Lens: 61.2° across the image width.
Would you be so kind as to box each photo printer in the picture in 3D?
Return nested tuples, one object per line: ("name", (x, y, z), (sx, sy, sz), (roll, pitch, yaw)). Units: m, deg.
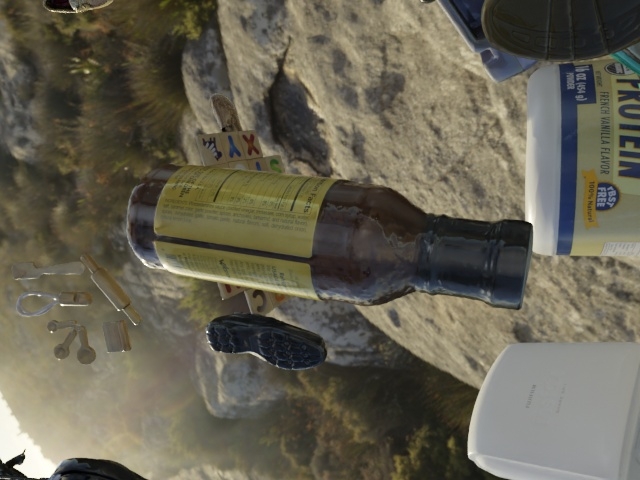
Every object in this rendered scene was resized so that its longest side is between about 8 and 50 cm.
("photo printer", (0.405, 0.296, 0.934), (0.107, 0.256, 0.307), (43, 150, -21))

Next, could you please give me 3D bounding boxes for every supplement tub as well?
("supplement tub", (0.399, -0.093, 0.606), (0.316, 0.228, 0.228), (0, 119, 21))

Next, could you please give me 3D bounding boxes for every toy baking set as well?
("toy baking set", (-0.462, 0.122, 1.013), (0.256, 0.197, 0.030), (56, -172, -5))

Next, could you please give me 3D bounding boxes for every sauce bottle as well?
("sauce bottle", (0.000, 0.000, 0.475), (0.344, 0.111, 0.111), (10, 126, 20))

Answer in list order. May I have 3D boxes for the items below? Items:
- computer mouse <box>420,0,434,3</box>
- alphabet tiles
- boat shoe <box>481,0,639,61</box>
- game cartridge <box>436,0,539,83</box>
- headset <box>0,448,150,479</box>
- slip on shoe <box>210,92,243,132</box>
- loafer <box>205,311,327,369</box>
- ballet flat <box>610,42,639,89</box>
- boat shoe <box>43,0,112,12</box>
("computer mouse", (0.227, -0.576, 1.094), (0.071, 0.242, 0.041), (-10, 150, 34))
("alphabet tiles", (-0.124, -0.039, 1.024), (0.011, 0.285, 0.342), (-14, 95, 32))
("boat shoe", (0.165, -0.139, 0.290), (0.153, 0.048, 0.056), (-11, 128, 20))
("game cartridge", (0.065, -0.320, 0.433), (0.068, 0.230, 0.355), (-24, 134, 35))
("headset", (-0.312, 0.373, 0.642), (0.394, 0.243, 0.185), (27, 139, 30))
("slip on shoe", (-0.206, -0.260, 1.200), (0.051, 0.041, 0.135), (-16, 108, 19))
("loafer", (-0.083, 0.153, 0.878), (0.223, 0.078, 0.076), (4, 114, 29))
("ballet flat", (0.282, -0.145, 0.431), (0.068, 0.213, 0.072), (-52, 31, 21))
("boat shoe", (-0.444, -0.440, 0.992), (0.135, 0.045, 0.050), (-1, 137, 18))
